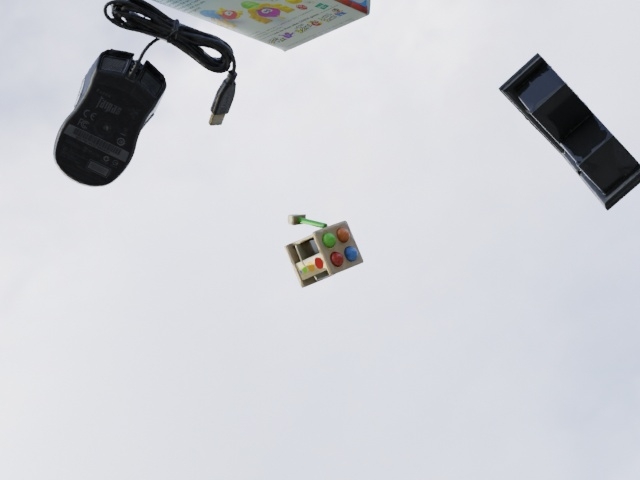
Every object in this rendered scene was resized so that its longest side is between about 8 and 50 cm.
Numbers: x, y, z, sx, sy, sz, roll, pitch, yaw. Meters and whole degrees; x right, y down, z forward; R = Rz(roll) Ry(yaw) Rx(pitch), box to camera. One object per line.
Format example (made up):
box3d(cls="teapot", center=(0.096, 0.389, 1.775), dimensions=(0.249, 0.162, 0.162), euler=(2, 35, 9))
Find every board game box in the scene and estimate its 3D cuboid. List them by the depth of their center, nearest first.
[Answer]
box3d(cls="board game box", center=(-0.096, -0.305, 1.261), dimensions=(0.275, 0.142, 0.144), euler=(16, -19, -37))

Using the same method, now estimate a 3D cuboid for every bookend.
box3d(cls="bookend", center=(0.329, -0.142, 1.706), dimensions=(0.072, 0.157, 0.156), euler=(-42, -57, 12))

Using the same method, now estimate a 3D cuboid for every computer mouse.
box3d(cls="computer mouse", center=(-0.210, -0.169, 1.607), dimensions=(0.184, 0.060, 0.262), euler=(20, -62, -12))

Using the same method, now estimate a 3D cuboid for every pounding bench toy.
box3d(cls="pounding bench toy", center=(0.000, 0.000, 1.465), dimensions=(0.052, 0.083, 0.065), euler=(-21, -4, -42))
